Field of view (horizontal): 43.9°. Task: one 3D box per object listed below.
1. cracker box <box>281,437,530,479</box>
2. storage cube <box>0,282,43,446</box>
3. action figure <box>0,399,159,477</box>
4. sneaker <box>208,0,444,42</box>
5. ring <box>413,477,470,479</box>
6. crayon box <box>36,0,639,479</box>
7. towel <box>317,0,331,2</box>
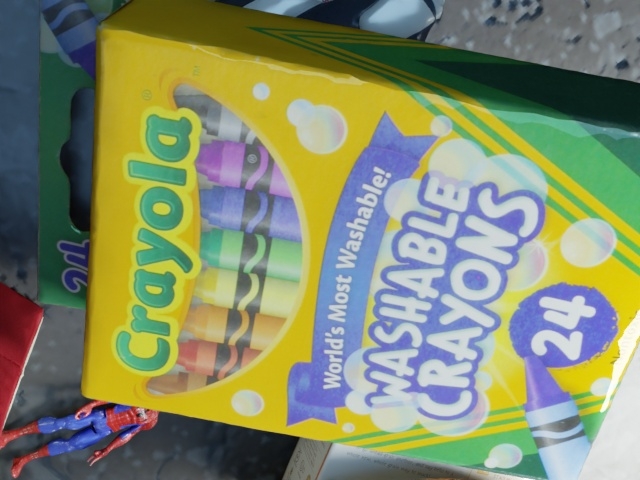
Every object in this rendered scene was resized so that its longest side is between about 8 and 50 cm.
[{"bbox_3d":[0.084,0.114,0.546,0.156,0.067,0.232,20,100,-17],"label":"cracker box"},{"bbox_3d":[-0.279,0.086,0.395,0.193,0.183,0.215,36,94,-19],"label":"storage cube"},{"bbox_3d":[-0.147,0.121,0.517,0.115,0.030,0.038,-19,103,-9],"label":"action figure"},{"bbox_3d":[-0.016,-0.086,0.463,0.153,0.094,0.235,5,116,-1],"label":"sneaker"},{"bbox_3d":[0.053,0.314,0.514,0.337,0.032,0.336,-2,95,-19],"label":"ring"},{"bbox_3d":[0.000,0.000,0.407,0.323,0.083,0.203,11,118,-1],"label":"crayon box"},{"bbox_3d":[-0.057,-0.215,0.398,0.197,0.029,0.144,21,86,5],"label":"towel"}]
